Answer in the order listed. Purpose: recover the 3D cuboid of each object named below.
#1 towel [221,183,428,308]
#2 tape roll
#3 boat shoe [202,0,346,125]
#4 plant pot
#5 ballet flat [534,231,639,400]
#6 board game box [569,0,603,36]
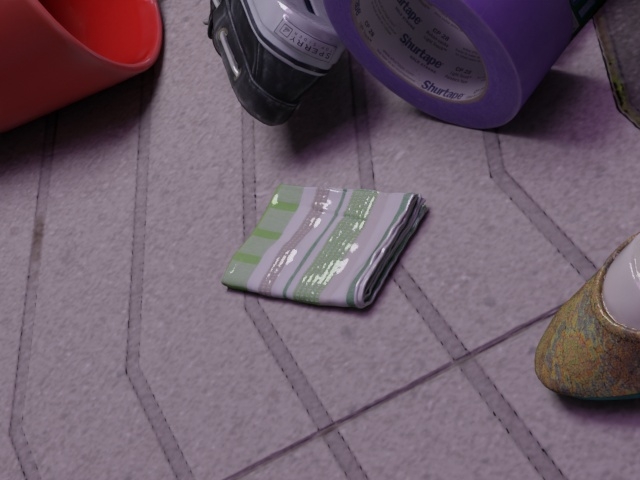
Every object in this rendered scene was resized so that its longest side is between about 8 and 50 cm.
[{"bbox_3d":[0.000,0.000,1.354,0.152,0.023,0.113,7,53,40],"label":"towel"},{"bbox_3d":[0.099,-0.181,1.339,0.189,0.189,0.080,16,59,44],"label":"tape roll"},{"bbox_3d":[-0.059,-0.213,1.538,0.119,0.121,0.335,-53,20,20],"label":"boat shoe"},{"bbox_3d":[-0.330,-0.223,1.648,0.243,0.275,0.275,-29,38,21],"label":"plant pot"},{"bbox_3d":[0.285,0.010,1.070,0.348,0.123,0.123,-15,43,23],"label":"ballet flat"},{"bbox_3d":[0.212,-0.300,1.497,0.317,0.046,0.213,-48,40,-17],"label":"board game box"}]
